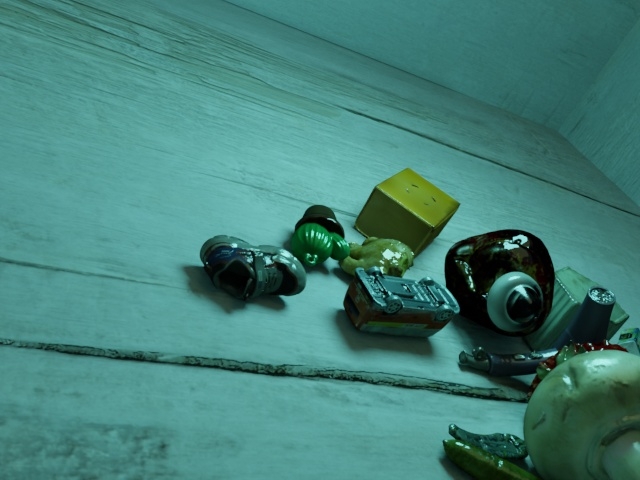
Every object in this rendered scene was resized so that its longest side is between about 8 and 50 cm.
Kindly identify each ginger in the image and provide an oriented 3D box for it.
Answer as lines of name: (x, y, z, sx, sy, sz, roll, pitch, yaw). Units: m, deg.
ginger: (0.145, 0.047, 1.834, 0.157, 0.102, 0.216, 12, 23, 28)

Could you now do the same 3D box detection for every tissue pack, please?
tissue pack: (0.887, 0.312, 2.186, 0.111, 0.079, 0.085, -30, 100, -59)
tissue pack: (0.238, -0.073, 2.090, 0.194, 0.145, 0.274, 39, 27, 11)

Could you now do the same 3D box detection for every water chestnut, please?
water chestnut: (0.444, 0.108, 1.890, 0.244, 0.289, 0.289, -32, 59, -19)

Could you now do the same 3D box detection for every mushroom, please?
mushroom: (0.574, 0.386, 1.473, 0.356, 0.315, 0.315, 51, 31, 13)

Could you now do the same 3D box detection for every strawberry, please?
strawberry: (0.592, 0.329, 1.663, 0.280, 0.253, 0.150, 23, 20, -19)

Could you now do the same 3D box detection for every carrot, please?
carrot: (0.381, 0.466, 1.405, 0.358, 0.074, 0.074, 31, 26, 5)

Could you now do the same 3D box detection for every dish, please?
dish: (0.460, 0.146, 1.729, 0.141, 0.141, 0.078, 22, 0, -18)

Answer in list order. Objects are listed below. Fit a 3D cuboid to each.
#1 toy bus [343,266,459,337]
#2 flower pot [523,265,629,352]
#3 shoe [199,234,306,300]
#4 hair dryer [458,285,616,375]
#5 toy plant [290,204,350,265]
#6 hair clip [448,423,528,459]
toy bus: (0.178, 0.145, 1.678, 0.265, 0.120, 0.121, 10, 34, -35)
flower pot: (0.655, 0.207, 1.991, 0.239, 0.190, 0.209, 31, 27, -2)
shoe: (-0.130, 0.068, 1.507, 0.227, 0.099, 0.125, 17, 21, -15)
hair dryer: (0.491, 0.248, 1.738, 0.361, 0.301, 0.121, -5, 38, -13)
toy plant: (0.000, 0.000, 1.764, 0.142, 0.105, 0.200, 17, 39, -12)
hair clip: (0.326, 0.396, 1.497, 0.229, 0.036, 0.066, 21, 32, -33)
